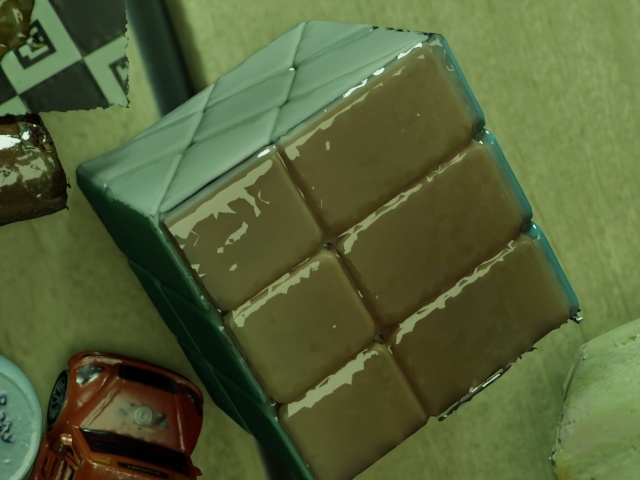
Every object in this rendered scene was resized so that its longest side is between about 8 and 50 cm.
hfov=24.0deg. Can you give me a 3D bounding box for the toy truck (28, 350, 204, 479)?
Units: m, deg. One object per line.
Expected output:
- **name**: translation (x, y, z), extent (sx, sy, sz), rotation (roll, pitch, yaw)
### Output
- **toy truck**: translation (-0.158, 0.212, 1.064), extent (0.107, 0.114, 0.253), rotation (18, 92, -22)

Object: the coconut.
- **coconut**: translation (0.289, 0.164, 1.189), extent (0.241, 0.241, 0.241), rotation (-3, 99, -22)

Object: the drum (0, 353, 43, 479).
- **drum**: translation (-0.315, 0.132, 1.023), extent (0.253, 0.049, 0.130), rotation (-2, 99, -22)

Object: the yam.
- **yam**: translation (-0.247, -0.040, 1.013), extent (0.141, 0.079, 0.079), rotation (-15, 103, -19)

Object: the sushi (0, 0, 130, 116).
- **sushi**: translation (-0.256, -0.226, 0.994), extent (0.264, 0.050, 0.290), rotation (-4, 102, -2)

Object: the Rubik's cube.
- **Rubik's cube**: translation (0.000, 0.000, 1.037), extent (0.221, 0.231, 0.225), rotation (-35, 111, -13)
